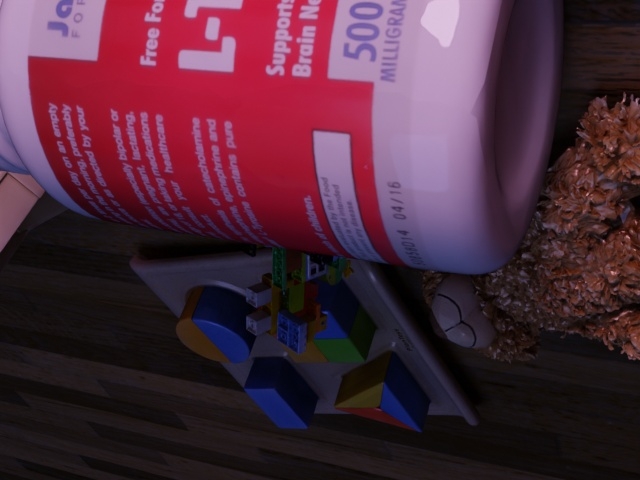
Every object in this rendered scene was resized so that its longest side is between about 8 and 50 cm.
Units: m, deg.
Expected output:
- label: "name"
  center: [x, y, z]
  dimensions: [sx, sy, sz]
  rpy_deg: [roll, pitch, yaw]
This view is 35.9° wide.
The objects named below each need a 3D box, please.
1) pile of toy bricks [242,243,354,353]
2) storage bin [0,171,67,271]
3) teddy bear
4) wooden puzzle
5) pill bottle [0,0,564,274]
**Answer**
- label: "pile of toy bricks"
  center: [0.000, 0.000, 0.921]
  dimensions: [0.118, 0.105, 0.212]
  rpy_deg: [28, 126, 41]
- label: "storage bin"
  center: [-0.371, 0.021, 1.045]
  dimensions: [0.123, 0.262, 0.260]
  rpy_deg: [42, 144, -23]
- label: "teddy bear"
  center: [0.190, 0.012, 0.805]
  dimensions: [0.338, 0.113, 0.245]
  rpy_deg: [-14, 130, 45]
- label: "wooden puzzle"
  center: [-0.025, 0.132, 1.151]
  dimensions: [0.347, 0.080, 0.322]
  rpy_deg: [-1, 141, 35]
- label: "pill bottle"
  center: [-0.061, -0.114, 0.667]
  dimensions: [0.407, 0.229, 0.229]
  rpy_deg: [8, 145, 23]
